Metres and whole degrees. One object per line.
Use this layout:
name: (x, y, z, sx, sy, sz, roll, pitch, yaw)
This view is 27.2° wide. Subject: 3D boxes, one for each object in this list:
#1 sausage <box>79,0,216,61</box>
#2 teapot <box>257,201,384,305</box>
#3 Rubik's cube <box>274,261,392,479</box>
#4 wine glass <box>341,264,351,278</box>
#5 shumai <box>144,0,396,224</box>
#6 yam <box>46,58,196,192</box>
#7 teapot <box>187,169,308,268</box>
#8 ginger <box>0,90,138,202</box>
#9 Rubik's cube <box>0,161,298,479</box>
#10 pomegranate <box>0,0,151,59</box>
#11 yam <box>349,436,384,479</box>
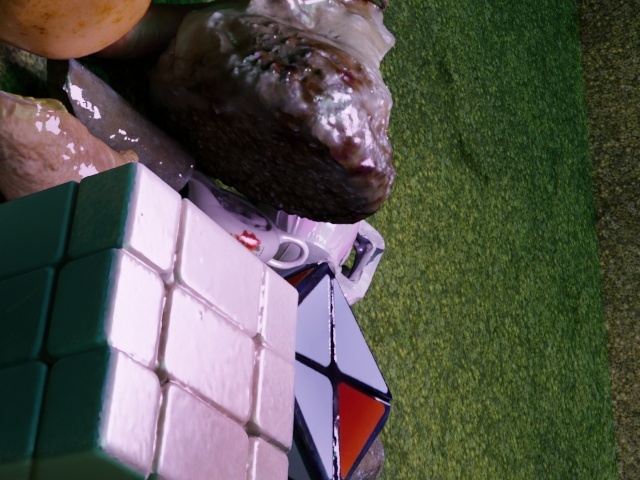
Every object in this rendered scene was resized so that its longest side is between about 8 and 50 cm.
sausage: (-0.212, -0.307, 1.921, 0.419, 0.094, 0.094, -20, 122, -62)
teapot: (-0.014, 0.000, 2.058, 0.222, 0.163, 0.178, 62, 31, -44)
Rubik's cube: (-0.084, 0.199, 1.730, 0.248, 0.246, 0.250, 66, 29, -13)
wine glass: (-0.003, 0.110, 2.095, 0.079, 0.079, 0.195, 65, 29, -16)
shumai: (-0.027, -0.235, 1.832, 0.395, 0.395, 0.348, 47, 62, -41)
yam: (-0.270, -0.140, 1.717, 0.259, 0.106, 0.106, 36, 46, -45)
teapot: (-0.120, -0.014, 1.903, 0.226, 0.092, 0.145, 27, 22, -25)
ginger: (-0.314, -0.081, 1.577, 0.190, 0.126, 0.354, -57, 136, -20)
Rubik's cube: (-0.237, 0.153, 1.400, 0.319, 0.321, 0.316, 42, 43, -46)
pomegranate: (-0.326, -0.358, 1.567, 0.307, 0.307, 0.307, 36, 46, -49)
yam: (0.022, 0.330, 2.003, 0.194, 0.107, 0.107, 10, 68, -60)
